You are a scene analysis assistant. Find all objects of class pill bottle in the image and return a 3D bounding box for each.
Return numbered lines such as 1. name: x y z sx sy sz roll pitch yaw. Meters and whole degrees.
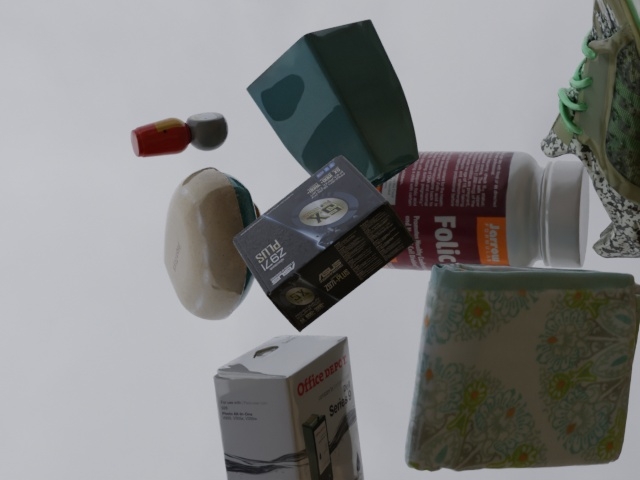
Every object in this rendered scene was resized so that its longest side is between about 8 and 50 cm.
1. pill bottle: 0.277 -0.050 1.805 0.224 0.392 0.224 2 -90 -70

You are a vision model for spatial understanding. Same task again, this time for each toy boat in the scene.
1. toy boat: -0.163 -0.056 1.462 0.148 0.318 0.267 -14 -24 -24

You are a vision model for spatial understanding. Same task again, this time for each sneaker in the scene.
1. sneaker: 0.292 -0.137 0.996 0.158 0.182 0.410 -42 -65 -53

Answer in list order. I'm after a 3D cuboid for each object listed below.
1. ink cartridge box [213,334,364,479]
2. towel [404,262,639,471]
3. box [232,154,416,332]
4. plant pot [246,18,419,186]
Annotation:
1. ink cartridge box: -0.036 0.297 1.413 0.211 0.122 0.289 -25 -70 -63
2. towel: 0.322 0.198 1.548 0.375 0.090 0.320 3 -83 -20
3. box: 0.000 0.000 1.222 0.180 0.147 0.077 -38 -55 0
4. plant pot: 0.038 -0.194 1.562 0.165 0.166 0.234 -25 -97 -45
